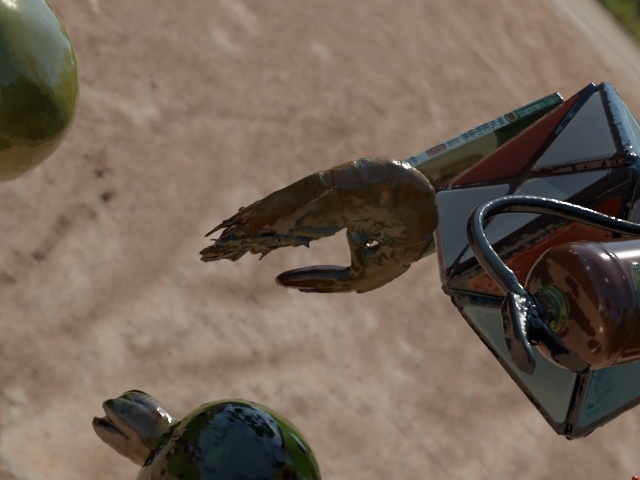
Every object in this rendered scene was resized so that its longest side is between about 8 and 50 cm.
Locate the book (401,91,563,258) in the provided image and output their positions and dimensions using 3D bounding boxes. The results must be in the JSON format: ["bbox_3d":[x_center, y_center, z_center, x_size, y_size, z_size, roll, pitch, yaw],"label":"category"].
[{"bbox_3d":[0.219,-0.082,2.083,0.202,0.264,0.027,76,-12,-51],"label":"book"}]

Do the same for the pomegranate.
[{"bbox_3d":[-0.109,0.227,1.417,0.248,0.202,0.202,32,13,15],"label":"pomegranate"}]

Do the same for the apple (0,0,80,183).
[{"bbox_3d":[-0.389,-0.182,1.601,0.262,0.262,0.262,40,17,-15],"label":"apple"}]

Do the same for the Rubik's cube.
[{"bbox_3d":[0.284,0.017,1.609,0.246,0.250,0.248,49,20,-21],"label":"Rubik's cube"}]

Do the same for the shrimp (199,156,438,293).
[{"bbox_3d":[0.000,-0.002,1.433,0.053,0.236,0.133,-97,167,-57],"label":"shrimp"}]

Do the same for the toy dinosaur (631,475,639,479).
[{"bbox_3d":[0.465,0.297,1.781,0.288,0.117,0.070,7,0,9],"label":"toy dinosaur"}]

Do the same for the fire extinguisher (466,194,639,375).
[{"bbox_3d":[0.272,0.039,1.363,0.376,0.113,0.200,-6,26,-35],"label":"fire extinguisher"}]
